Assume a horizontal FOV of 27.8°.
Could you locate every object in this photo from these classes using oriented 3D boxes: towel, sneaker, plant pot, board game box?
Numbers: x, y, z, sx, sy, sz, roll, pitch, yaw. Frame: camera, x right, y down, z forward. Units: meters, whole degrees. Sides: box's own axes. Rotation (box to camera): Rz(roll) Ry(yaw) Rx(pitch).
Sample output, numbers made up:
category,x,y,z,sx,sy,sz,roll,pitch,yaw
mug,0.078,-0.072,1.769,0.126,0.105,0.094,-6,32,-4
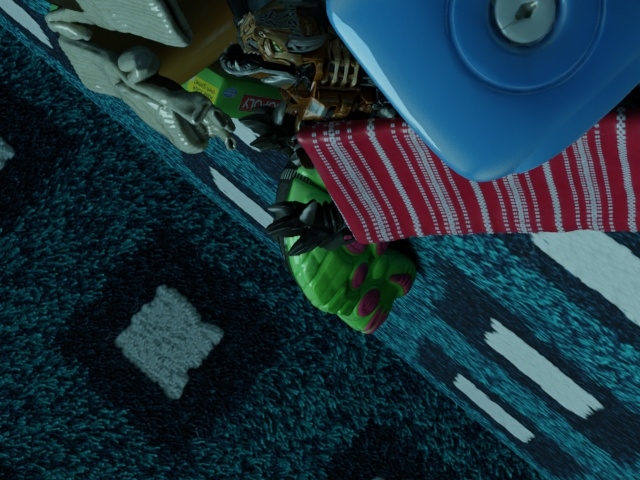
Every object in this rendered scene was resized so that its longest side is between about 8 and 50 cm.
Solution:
category,x,y,z,sx,sy,sz,roll,pitch,yaw
towel,0.137,-0.046,1.012,0.274,0.031,0.199,-2,157,14
sneaker,0.000,0.000,1.840,0.202,0.185,0.483,33,168,20
plant pot,-0.156,-0.241,1.277,0.205,0.188,0.205,40,172,7
board game box,-0.138,-0.211,1.490,0.213,0.046,0.317,2,-156,-47

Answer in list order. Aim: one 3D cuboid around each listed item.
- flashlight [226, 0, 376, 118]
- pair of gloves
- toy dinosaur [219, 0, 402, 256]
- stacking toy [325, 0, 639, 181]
category,x,y,z,sx,sy,sz,roll,pitch,yaw
flashlight,0.003,-0.170,1.265,0.103,0.103,0.304,0,157,19
pair of gloves,-0.176,-0.163,1.105,0.204,0.042,0.240,28,160,27
toy dinosaur,0.046,-0.100,1.137,0.322,0.218,0.164,32,-143,-21
stacking toy,0.081,-0.164,0.848,0.166,0.175,0.302,47,-179,-20
